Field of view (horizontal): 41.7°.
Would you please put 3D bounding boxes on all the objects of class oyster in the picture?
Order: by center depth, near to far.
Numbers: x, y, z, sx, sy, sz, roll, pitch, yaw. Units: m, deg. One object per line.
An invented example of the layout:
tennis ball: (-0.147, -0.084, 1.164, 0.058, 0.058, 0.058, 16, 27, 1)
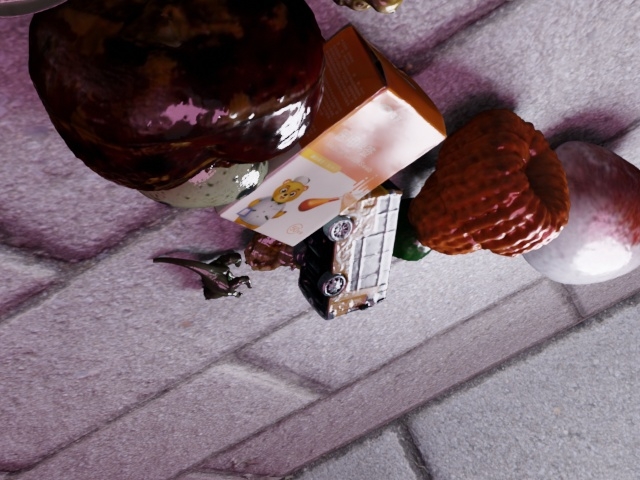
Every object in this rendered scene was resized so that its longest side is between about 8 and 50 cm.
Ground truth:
oyster: (-0.001, 0.002, 1.707, 0.345, 0.078, 0.128, -8, 127, -34)

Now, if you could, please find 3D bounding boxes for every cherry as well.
cherry: (0.576, -0.056, 1.874, 0.335, 0.291, 0.326, 25, 138, -33)

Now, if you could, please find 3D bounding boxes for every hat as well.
hat: (0.256, -0.076, 1.628, 0.400, 0.285, 0.285, -22, 157, 31)

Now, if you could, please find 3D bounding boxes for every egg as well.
egg: (-0.180, -0.130, 1.194, 0.228, 0.177, 0.177, 20, 133, -27)

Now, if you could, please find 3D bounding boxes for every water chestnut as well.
water chestnut: (-0.152, -0.230, 0.935, 0.335, 0.335, 0.346, -10, 137, -26)

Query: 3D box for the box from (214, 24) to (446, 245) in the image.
box: (0.002, -0.157, 1.348, 0.341, 0.143, 0.225, -34, 152, 20)

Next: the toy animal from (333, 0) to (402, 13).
toy animal: (0.038, -0.370, 1.036, 0.169, 0.121, 0.233, -28, 152, 37)

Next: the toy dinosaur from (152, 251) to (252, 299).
toy dinosaur: (-0.234, 0.090, 1.663, 0.179, 0.087, 0.187, -15, 150, -20)

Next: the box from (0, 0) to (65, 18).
box: (-0.306, -0.338, 0.769, 0.226, 0.149, 0.226, -19, 152, -11)

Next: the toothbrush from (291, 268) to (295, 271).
toothbrush: (-0.033, 0.039, 1.819, 0.008, 0.006, 0.097, -6, 149, -50)

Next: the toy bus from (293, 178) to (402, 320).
toy bus: (0.049, 0.001, 1.590, 0.167, 0.138, 0.275, -13, 128, -26)
